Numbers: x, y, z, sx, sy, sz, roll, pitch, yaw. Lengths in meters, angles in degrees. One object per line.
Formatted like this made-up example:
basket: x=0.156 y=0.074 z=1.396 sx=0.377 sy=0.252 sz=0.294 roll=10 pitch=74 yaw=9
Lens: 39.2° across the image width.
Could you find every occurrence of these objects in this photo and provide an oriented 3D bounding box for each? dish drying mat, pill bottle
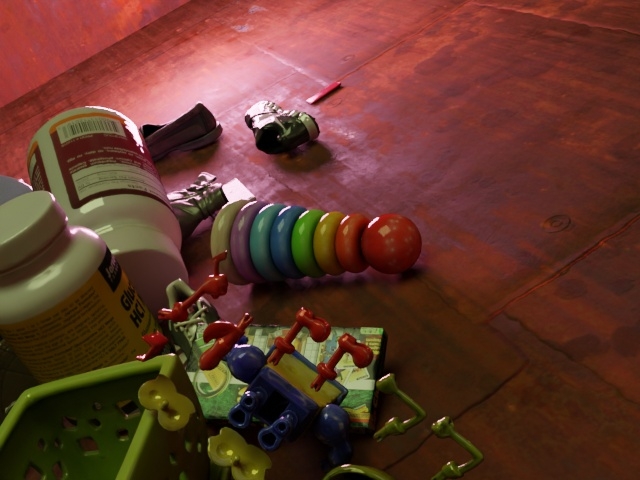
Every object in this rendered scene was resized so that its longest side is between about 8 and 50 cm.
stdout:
dish drying mat: x=0.007 y=-0.328 z=2.001 sx=0.083 sy=0.008 sz=0.032 roll=-37 pitch=30 yaw=-15
pill bottle: x=-0.354 y=0.103 z=1.277 sx=0.188 sy=0.334 sz=0.188 roll=-20 pitch=31 yaw=12
pill bottle: x=-0.368 y=-0.039 z=1.555 sx=0.224 sy=0.224 sz=0.392 roll=-28 pitch=47 yaw=-2

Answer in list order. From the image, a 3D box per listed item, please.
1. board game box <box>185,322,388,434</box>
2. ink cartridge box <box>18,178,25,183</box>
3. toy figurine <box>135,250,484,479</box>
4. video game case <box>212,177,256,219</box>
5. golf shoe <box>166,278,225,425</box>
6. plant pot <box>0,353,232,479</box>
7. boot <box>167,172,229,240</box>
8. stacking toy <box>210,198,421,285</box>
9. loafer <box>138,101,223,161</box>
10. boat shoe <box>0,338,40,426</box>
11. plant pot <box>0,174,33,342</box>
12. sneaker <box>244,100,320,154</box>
board game box: x=-0.051 y=0.172 z=1.140 sx=0.260 sy=0.030 sz=0.136 roll=-1 pitch=59 yaw=18
ink cartridge box: x=-0.707 y=-0.075 z=2.091 sx=0.052 sy=0.088 sz=0.122 roll=-22 pitch=30 yaw=9
toy figurine: x=0.000 y=0.169 z=0.997 sx=0.191 sy=0.362 sz=0.217 roll=-57 pitch=-8 yaw=9
video game case: x=-0.182 y=-0.079 z=1.755 sx=0.087 sy=0.011 sz=0.122 roll=-32 pitch=30 yaw=-9
golf shoe: x=-0.166 y=0.157 z=1.262 sx=0.105 sy=0.120 sz=0.273 roll=-30 pitch=31 yaw=-9
plant pot: x=-0.237 y=0.291 z=1.014 sx=0.227 sy=0.207 sz=0.228 roll=-16 pitch=32 yaw=20
boot: x=-0.282 y=-0.076 z=1.762 sx=0.161 sy=0.083 sz=0.246 roll=-39 pitch=40 yaw=-16
stacking toy: x=0.000 y=0.000 z=1.375 sx=0.330 sy=0.141 sz=0.141 roll=-1 pitch=38 yaw=30
loafer: x=-0.374 y=-0.249 z=2.091 sx=0.303 sy=0.095 sz=0.109 roll=-13 pitch=32 yaw=23
boat shoe: x=-0.476 y=0.253 z=1.360 sx=0.109 sy=0.098 sz=0.302 roll=23 pitch=50 yaw=-2
plant pot: x=-0.645 y=0.062 z=1.620 sx=0.341 sy=0.341 sz=0.334 roll=-12 pitch=24 yaw=24
sneaker: x=-0.108 y=-0.230 z=1.868 sx=0.106 sy=0.078 sz=0.234 roll=-38 pitch=33 yaw=-23
